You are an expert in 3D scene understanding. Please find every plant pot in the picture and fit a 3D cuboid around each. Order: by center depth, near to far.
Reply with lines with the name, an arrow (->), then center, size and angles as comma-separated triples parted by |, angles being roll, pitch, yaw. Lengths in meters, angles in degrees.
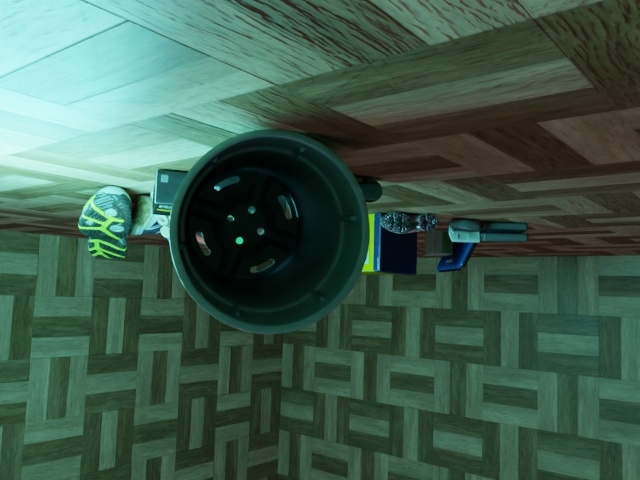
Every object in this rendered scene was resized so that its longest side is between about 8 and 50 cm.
plant pot -> -0.121, -0.025, 1.145 | 0.341, 0.341, 0.334 | 4, -177, -16

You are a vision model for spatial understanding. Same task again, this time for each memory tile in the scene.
memory tile -> -0.405, -0.073, 1.633 | 0.113, 0.148, 0.012 | 2, -150, 19

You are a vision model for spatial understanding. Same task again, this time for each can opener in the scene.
can opener -> 0.573, -0.029, 2.019 | 0.280, 0.074, 0.093 | 2, 174, -6

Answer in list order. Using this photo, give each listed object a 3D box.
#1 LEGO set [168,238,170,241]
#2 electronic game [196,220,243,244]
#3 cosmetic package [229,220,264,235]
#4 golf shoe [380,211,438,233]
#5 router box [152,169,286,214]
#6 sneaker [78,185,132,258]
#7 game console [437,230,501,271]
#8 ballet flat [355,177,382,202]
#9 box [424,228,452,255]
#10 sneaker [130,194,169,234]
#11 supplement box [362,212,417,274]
LEGO set -> -0.382, -0.066, 1.693 | 0.227, 0.093, 0.087 | -34, 177, 32
electronic game -> -0.321, -0.050, 1.793 | 0.229, 0.048, 0.229 | 5, 144, 4
cosmetic package -> -0.235, -0.014, 2.079 | 0.196, 0.155, 0.365 | 3, 176, -6
golf shoe -> 0.280, -0.053, 1.911 | 0.186, 0.068, 0.086 | 3, 176, -7
router box -> -0.260, -0.104, 1.486 | 0.308, 0.081, 0.243 | 4, 175, -18
sneaker -> -0.624, -0.075, 1.737 | 0.145, 0.147, 0.385 | 7, 155, -21
game console -> 0.618, 0.042, 2.327 | 0.173, 0.250, 0.293 | 29, 173, -3
ballet flat -> 0.048, -0.117, 1.345 | 0.188, 0.070, 0.070 | 8, 173, -24
box -> 0.466, 0.010, 2.346 | 0.087, 0.101, 0.102 | 3, 173, -6
sneaker -> -0.482, -0.078, 1.804 | 0.153, 0.099, 0.282 | -4, 172, -29
supplement box -> 0.141, 0.021, 2.086 | 0.194, 0.195, 0.356 | 7, 172, -42
